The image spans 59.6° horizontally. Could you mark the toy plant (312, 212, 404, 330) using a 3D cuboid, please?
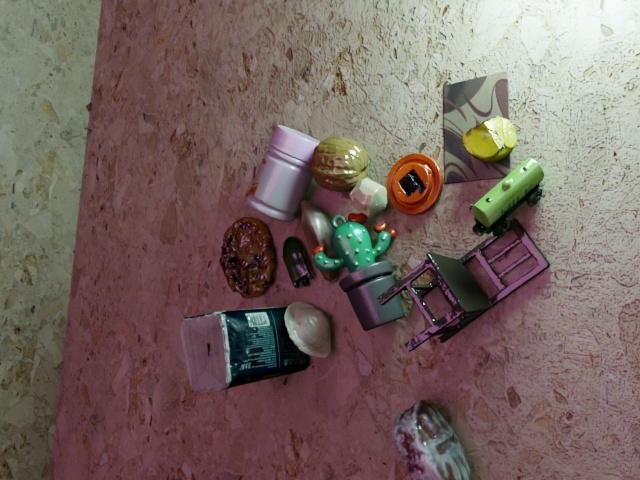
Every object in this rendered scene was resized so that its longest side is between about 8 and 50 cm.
[{"bbox_3d":[0.130,0.094,1.860,0.279,0.185,0.400,-26,78,25],"label":"toy plant"}]

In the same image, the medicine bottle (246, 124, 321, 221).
[{"bbox_3d":[-0.130,-0.249,2.087,0.202,0.202,0.315,35,107,34],"label":"medicine bottle"}]

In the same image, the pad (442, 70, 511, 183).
[{"bbox_3d":[0.482,-0.347,1.745,0.220,0.004,0.330,-4,84,38],"label":"pad"}]

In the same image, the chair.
[{"bbox_3d":[0.410,0.122,1.616,0.416,0.241,0.203,-45,59,27],"label":"chair"}]

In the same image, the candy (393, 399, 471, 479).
[{"bbox_3d":[0.327,0.626,1.657,0.157,0.214,0.289,-38,68,31],"label":"candy"}]

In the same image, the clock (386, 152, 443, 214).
[{"bbox_3d":[0.307,-0.186,1.840,0.205,0.051,0.205,-5,83,38],"label":"clock"}]

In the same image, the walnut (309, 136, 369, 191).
[{"bbox_3d":[0.064,-0.265,1.948,0.213,0.213,0.213,-3,84,38],"label":"walnut"}]

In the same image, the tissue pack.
[{"bbox_3d":[-0.261,0.377,2.012,0.253,0.417,0.264,-18,78,38],"label":"tissue pack"}]

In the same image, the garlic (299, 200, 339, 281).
[{"bbox_3d":[0.002,-0.003,2.021,0.143,0.112,0.318,146,113,-69],"label":"garlic"}]

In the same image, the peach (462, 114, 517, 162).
[{"bbox_3d":[0.498,-0.290,1.653,0.151,0.118,0.151,0,70,1],"label":"peach"}]

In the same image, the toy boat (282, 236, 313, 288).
[{"bbox_3d":[-0.093,0.080,2.129,0.104,0.052,0.210,-37,64,32],"label":"toy boat"}]

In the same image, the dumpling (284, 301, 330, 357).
[{"bbox_3d":[-0.049,0.320,2.006,0.126,0.166,0.215,-23,74,55],"label":"dumpling"}]

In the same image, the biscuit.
[{"bbox_3d":[-0.308,0.070,2.280,0.289,0.081,0.334,-34,65,30],"label":"biscuit"}]

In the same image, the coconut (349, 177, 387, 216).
[{"bbox_3d":[0.169,-0.140,1.874,0.122,0.116,0.116,32,106,29],"label":"coconut"}]

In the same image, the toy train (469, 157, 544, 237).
[{"bbox_3d":[0.522,-0.121,1.563,0.253,0.157,0.105,-41,56,-4],"label":"toy train"}]
